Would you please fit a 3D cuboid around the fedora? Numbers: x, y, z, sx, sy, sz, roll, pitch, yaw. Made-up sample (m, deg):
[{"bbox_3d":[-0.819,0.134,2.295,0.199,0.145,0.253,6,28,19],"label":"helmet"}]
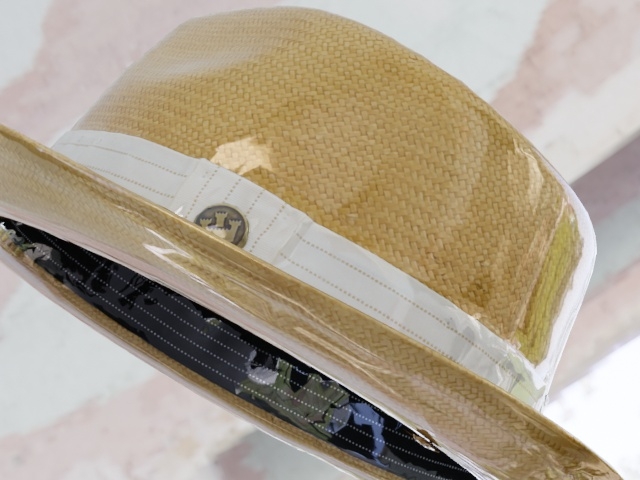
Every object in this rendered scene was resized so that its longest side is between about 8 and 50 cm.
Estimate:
[{"bbox_3d":[0.000,0.000,0.425,0.079,0.194,0.194,-60,-37,-13],"label":"fedora"}]
